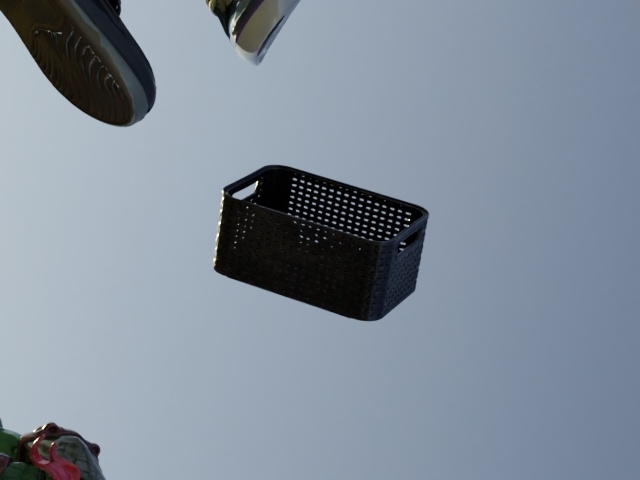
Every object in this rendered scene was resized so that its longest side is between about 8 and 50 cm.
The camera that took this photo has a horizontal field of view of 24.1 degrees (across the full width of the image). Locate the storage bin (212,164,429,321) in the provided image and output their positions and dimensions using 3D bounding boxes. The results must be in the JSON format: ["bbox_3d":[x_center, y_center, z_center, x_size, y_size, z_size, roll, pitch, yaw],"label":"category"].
[{"bbox_3d":[0.000,0.000,1.439,0.180,0.122,0.084,17,-67,21],"label":"storage bin"}]

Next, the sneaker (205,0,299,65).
[{"bbox_3d":[-0.129,-0.341,1.786,0.130,0.236,0.323,-53,-172,24],"label":"sneaker"}]

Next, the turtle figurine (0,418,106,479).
[{"bbox_3d":[-0.232,0.209,1.247,0.118,0.175,0.234,-48,-151,-5],"label":"turtle figurine"}]

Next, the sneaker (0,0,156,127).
[{"bbox_3d":[-0.146,-0.175,0.975,0.222,0.118,0.083,50,-30,22],"label":"sneaker"}]
